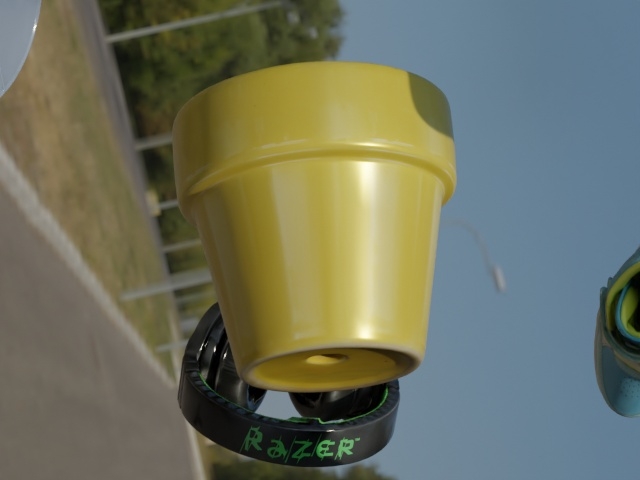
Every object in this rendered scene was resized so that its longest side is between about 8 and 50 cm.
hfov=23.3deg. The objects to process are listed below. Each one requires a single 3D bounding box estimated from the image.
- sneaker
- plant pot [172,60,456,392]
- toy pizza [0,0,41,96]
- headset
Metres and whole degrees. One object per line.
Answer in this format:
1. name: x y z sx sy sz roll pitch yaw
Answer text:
1. sneaker: 0.349 0.103 1.695 0.208 0.127 0.319 -46 153 -50
2. plant pot: 0.000 0.000 1.374 0.254 0.254 0.239 90 -4 -70
3. toy pizza: -0.293 -0.205 1.293 0.201 0.032 0.201 12 90 -73
4. headset: -0.041 0.116 1.776 0.394 0.243 0.185 -113 -150 -67
